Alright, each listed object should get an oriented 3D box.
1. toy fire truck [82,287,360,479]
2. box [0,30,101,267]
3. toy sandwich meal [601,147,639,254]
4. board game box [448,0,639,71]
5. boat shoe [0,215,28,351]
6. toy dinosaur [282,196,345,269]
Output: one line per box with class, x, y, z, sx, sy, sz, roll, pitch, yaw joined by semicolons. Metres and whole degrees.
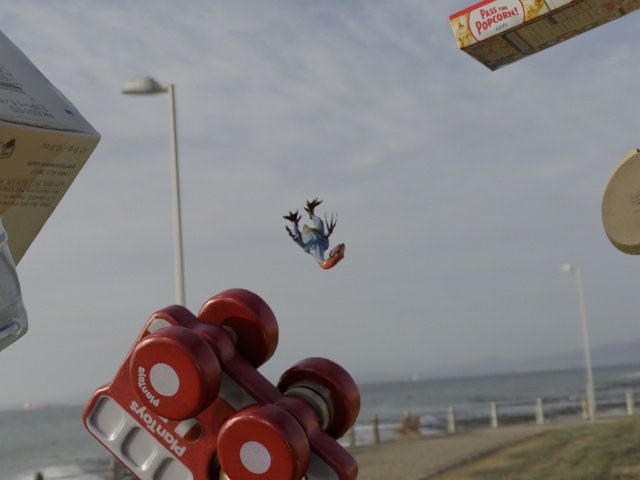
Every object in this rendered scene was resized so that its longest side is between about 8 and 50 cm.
toy fire truck;-0.114;0.221;1.092;0.254;0.302;0.169;-55;-11;29
box;-0.304;0.003;0.644;0.311;0.148;0.121;-53;-21;16
toy sandwich meal;0.235;-0.027;0.685;0.029;0.085;0.085;13;-16;-28
board game box;0.261;-0.260;1.090;0.193;0.045;0.147;-20;-8;22
boat shoe;-0.191;0.062;0.327;0.079;0.081;0.227;-3;25;39
toy dinosaur;0.000;0.000;0.852;0.047;0.082;0.090;-23;-33;-1
